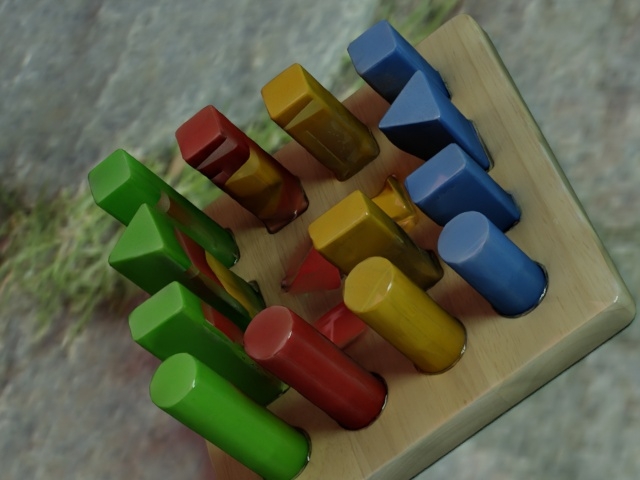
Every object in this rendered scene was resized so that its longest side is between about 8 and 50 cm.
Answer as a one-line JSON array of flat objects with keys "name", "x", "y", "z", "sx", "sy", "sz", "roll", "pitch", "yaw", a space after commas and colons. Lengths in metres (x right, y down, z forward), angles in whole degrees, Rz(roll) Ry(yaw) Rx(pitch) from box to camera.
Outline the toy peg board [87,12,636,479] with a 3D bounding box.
[{"name": "toy peg board", "x": 0.000, "y": 0.000, "z": 0.691, "sx": 0.160, "sy": 0.079, "sz": 0.161, "roll": -37, "pitch": 44, "yaw": 15}]
